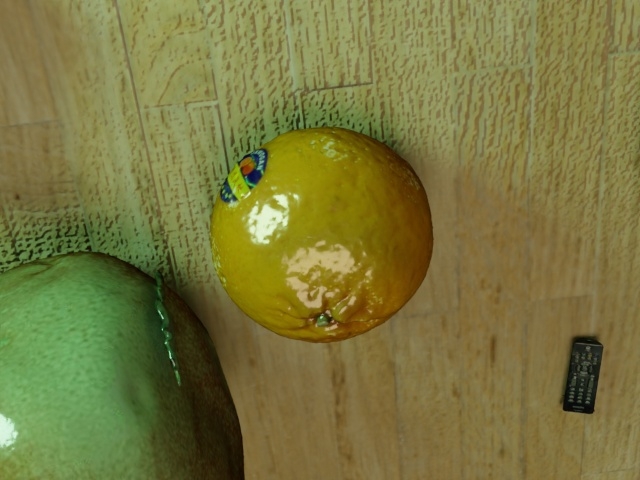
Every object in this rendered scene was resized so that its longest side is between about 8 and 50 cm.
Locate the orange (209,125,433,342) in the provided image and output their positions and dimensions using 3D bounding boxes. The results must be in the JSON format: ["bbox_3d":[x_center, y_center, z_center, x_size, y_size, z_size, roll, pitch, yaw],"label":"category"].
[{"bbox_3d":[0.000,-0.003,0.946,0.177,0.155,0.178,-7,119,-12],"label":"orange"}]

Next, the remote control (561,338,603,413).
[{"bbox_3d":[0.252,0.130,1.156,0.034,0.016,0.091,6,128,9],"label":"remote control"}]

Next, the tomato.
[{"bbox_3d":[-0.201,0.148,0.954,0.303,0.303,0.239,-4,130,-2],"label":"tomato"}]
